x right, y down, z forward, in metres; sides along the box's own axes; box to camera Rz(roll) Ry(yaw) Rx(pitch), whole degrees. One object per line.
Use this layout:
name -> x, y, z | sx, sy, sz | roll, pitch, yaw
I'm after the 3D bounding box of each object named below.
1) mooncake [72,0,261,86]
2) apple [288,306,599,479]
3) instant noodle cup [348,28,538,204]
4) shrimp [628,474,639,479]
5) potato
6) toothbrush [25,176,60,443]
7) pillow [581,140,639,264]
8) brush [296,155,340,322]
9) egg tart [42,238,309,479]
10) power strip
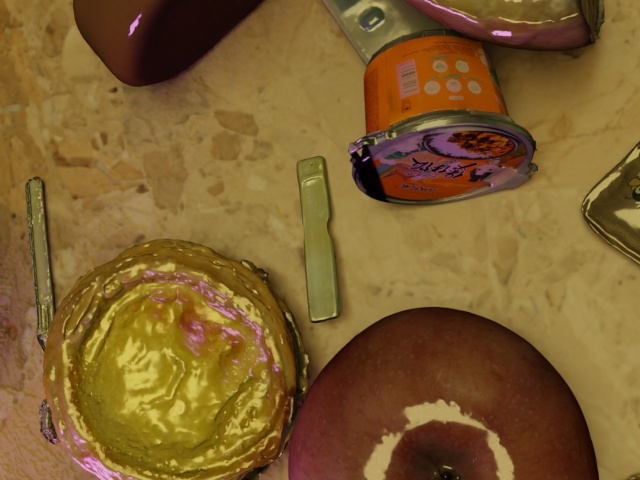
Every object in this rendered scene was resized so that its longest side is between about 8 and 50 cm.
mooncake -> -0.149, -0.269, 1.215 | 0.235, 0.235, 0.117 | -41, 79, 5
apple -> 0.109, 0.211, 1.103 | 0.305, 0.235, 0.306 | -2, 82, 12
instant noodle cup -> 0.111, -0.126, 1.183 | 0.177, 0.208, 0.125 | -25, 62, 34
shrimp -> 0.304, 0.347, 1.148 | 0.198, 0.051, 0.262 | 23, 86, 20
potato -> 0.139, -0.266, 1.167 | 0.264, 0.211, 0.189 | 2, 87, 16
toothbrush -> -0.300, 0.073, 1.314 | 0.026, 0.028, 0.294 | -8, 77, 10
pillow -> 0.367, 0.000, 1.173 | 0.130, 0.033, 0.217 | -44, 78, 6
brush -> 0.000, 0.000, 1.257 | 0.033, 0.030, 0.178 | -11, 71, 18
egg tart -> -0.147, 0.135, 1.242 | 0.279, 0.095, 0.279 | -1, 85, 7
power strip -> 0.046, -0.291, 1.267 | 0.118, 0.046, 0.270 | -34, 79, 6
